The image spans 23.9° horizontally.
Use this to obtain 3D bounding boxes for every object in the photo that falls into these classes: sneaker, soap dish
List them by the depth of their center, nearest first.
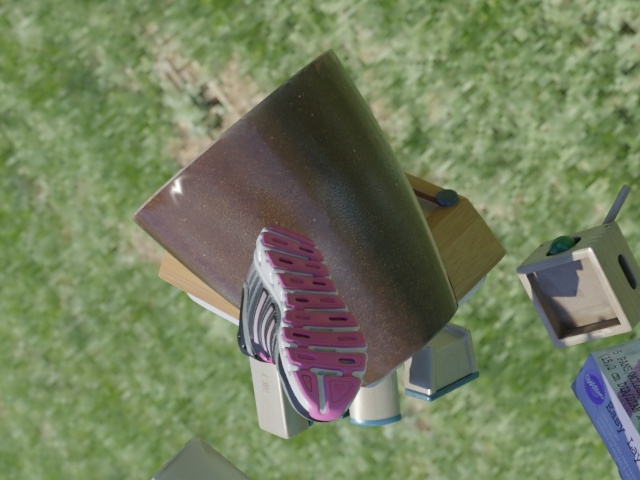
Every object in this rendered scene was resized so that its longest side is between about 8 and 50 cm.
[{"bbox_3d":[-0.017,0.069,1.038,0.170,0.063,0.075,-112,36,-45],"label":"sneaker"},{"bbox_3d":[0.006,0.007,1.552,0.291,0.229,0.118,25,141,34],"label":"soap dish"}]

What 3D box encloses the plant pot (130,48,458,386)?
[{"bbox_3d":[0.000,0.000,1.243,0.230,0.215,0.215,50,159,-3],"label":"plant pot"}]

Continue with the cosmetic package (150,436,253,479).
[{"bbox_3d":[-0.040,0.378,1.321,0.385,0.217,0.156,36,-169,2],"label":"cosmetic package"}]

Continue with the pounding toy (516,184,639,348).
[{"bbox_3d":[0.316,0.031,1.762,0.130,0.100,0.141,-19,103,43],"label":"pounding toy"}]

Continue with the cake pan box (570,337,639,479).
[{"bbox_3d":[0.392,0.184,1.377,0.070,0.246,0.267,108,143,-50],"label":"cake pan box"}]

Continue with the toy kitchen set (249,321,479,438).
[{"bbox_3d":[0.050,0.156,1.716,0.207,0.166,0.122,16,119,46],"label":"toy kitchen set"}]
